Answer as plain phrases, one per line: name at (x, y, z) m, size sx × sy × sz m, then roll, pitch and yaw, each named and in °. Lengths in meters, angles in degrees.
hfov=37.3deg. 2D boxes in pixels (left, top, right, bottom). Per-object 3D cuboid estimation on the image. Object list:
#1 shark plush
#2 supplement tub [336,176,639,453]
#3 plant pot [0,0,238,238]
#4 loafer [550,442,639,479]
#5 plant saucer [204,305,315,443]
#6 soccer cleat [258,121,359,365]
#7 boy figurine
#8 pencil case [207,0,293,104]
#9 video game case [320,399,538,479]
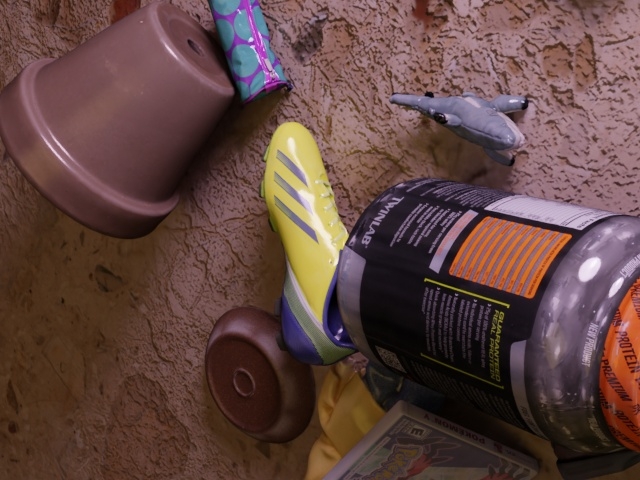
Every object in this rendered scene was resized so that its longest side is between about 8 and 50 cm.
shark plush at (0.144, -0.134, 0.979) m, size 0.161 × 0.067 × 0.073 m, roll 37°, pitch 124°, yaw 26°
supplement tub at (0.190, 0.063, 0.866) m, size 0.338 × 0.207 × 0.207 m, roll 18°, pitch 115°, yaw 50°
plant pot at (-0.229, -0.168, 1.189) m, size 0.229 × 0.263 × 0.263 m, roll -39°, pitch 77°, yaw 20°
loafer at (0.330, 0.147, 0.888) m, size 0.302 × 0.109 × 0.095 m, roll -34°, pitch 76°, yaw 43°
plant saucer at (-0.094, 0.190, 1.295) m, size 0.199 × 0.036 × 0.198 m, roll 13°, pitch 111°, yaw 36°
soccer cleat at (0.001, 0.001, 1.105) m, size 0.121 × 0.093 × 0.289 m, roll -10°, pitch 84°, yaw 39°
boy figurine at (0.072, 0.217, 1.128) m, size 0.177 × 0.092 × 0.285 m, roll 43°, pitch 127°, yaw 17°
pencil case at (-0.088, -0.244, 1.141) m, size 0.070 × 0.065 × 0.151 m, roll -17°, pitch 92°, yaw 57°
video game case at (0.114, 0.276, 1.080) m, size 0.184 × 0.023 × 0.201 m, roll 26°, pitch 126°, yaw -16°
